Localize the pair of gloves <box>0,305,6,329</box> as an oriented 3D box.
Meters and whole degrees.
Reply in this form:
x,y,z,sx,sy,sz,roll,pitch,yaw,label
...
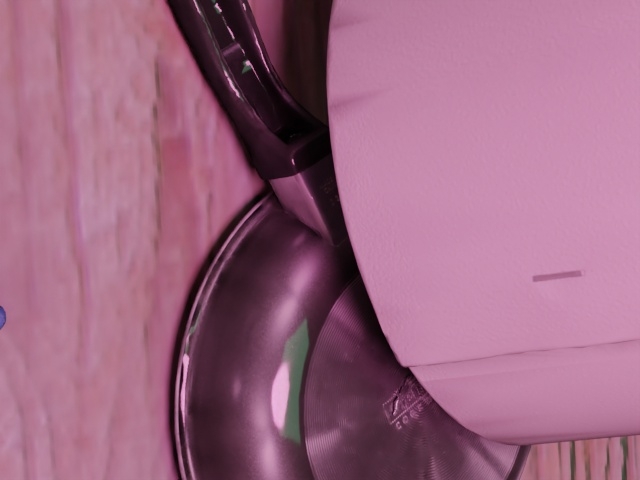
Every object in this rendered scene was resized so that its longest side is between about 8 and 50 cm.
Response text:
x,y,z,sx,sy,sz,roll,pitch,yaw,label
-0.188,0.012,0.571,0.159,0.023,0.198,-43,116,-29,pair of gloves

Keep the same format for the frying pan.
x,y,z,sx,sy,sz,roll,pitch,yaw,label
0.023,-0.001,0.728,0.197,0.053,0.326,-8,99,-40,frying pan

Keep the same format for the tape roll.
x,y,z,sx,sy,sz,roll,pitch,yaw,label
0.137,-0.047,0.695,0.246,0.169,0.246,18,68,-52,tape roll
